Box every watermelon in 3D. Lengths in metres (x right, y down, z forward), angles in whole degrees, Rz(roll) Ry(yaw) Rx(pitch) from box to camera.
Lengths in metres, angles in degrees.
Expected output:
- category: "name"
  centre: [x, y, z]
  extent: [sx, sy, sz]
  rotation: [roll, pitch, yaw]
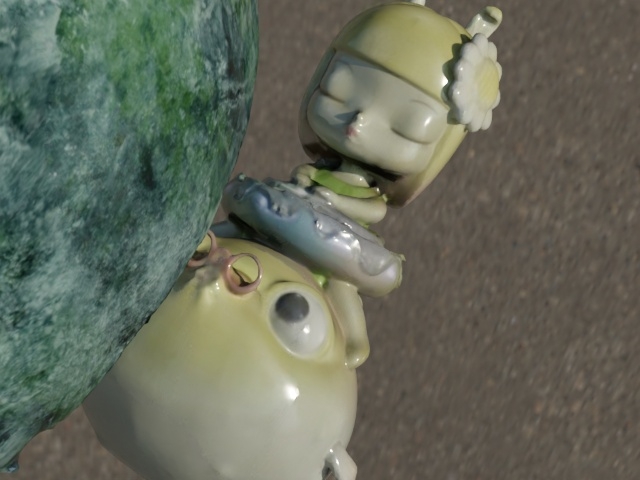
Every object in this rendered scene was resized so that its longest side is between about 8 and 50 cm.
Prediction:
- category: "watermelon"
  centre: [-0.184, -0.086, 0.861]
  extent: [0.258, 0.228, 0.387]
  rotation: [12, 75, 32]

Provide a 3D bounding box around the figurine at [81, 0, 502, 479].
- category: "figurine"
  centre: [0.000, 0.000, 1.241]
  extent: [0.226, 0.274, 0.394]
  rotation: [28, 85, 19]
